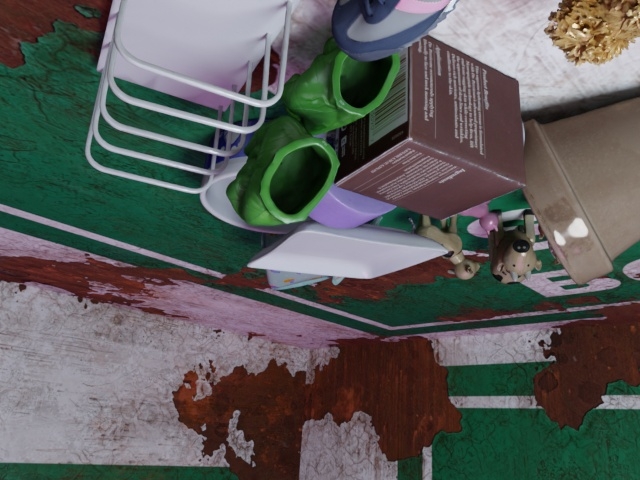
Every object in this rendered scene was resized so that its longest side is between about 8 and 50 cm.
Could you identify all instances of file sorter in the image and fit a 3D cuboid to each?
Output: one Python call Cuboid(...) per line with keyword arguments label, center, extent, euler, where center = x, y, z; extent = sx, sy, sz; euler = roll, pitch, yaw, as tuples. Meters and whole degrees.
Cuboid(label="file sorter", center=(-0.173, -0.197, 0.695), extent=(0.193, 0.173, 0.278), euler=(13, 158, -25))

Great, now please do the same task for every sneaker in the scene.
Cuboid(label="sneaker", center=(0.095, -0.275, 0.492), extent=(0.131, 0.112, 0.319), euler=(-4, 163, -43))

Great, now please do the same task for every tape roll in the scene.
Cuboid(label="tape roll", center=(0.040, -0.117, 0.851), extent=(0.189, 0.189, 0.080), euler=(15, 157, -28))

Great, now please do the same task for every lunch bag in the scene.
Cuboid(label="lunch bag", center=(0.000, 0.000, 1.238), extent=(0.262, 0.160, 0.223), euler=(-8, 156, -6))

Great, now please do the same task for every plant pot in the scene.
Cuboid(label="plant pot", center=(0.423, -0.097, 0.809), extent=(0.229, 0.263, 0.263), euler=(-28, 147, 26))

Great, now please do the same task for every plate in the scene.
Cuboid(label="plate", center=(0.037, 0.017, 1.009), extent=(0.277, 0.045, 0.278), euler=(7, 163, -24))

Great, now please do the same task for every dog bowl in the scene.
Cuboid(label="dog bowl", center=(-0.080, -0.107, 1.017), extent=(0.265, 0.104, 0.265), euler=(4, 159, 1))

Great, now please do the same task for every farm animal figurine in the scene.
Cuboid(label="farm animal figurine", center=(0.383, 0.016, 1.180), extent=(0.330, 0.172, 0.327), euler=(-7, 158, 28))

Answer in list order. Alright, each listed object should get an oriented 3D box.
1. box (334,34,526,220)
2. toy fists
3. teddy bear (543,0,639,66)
Cuboid(label="box", center=(0.148, -0.148, 0.775), extent=(0.203, 0.168, 0.167), euler=(15, 157, -28))
Cuboid(label="toy fists", center=(-0.018, -0.140, 0.694), extent=(0.096, 0.279, 0.142), euler=(33, 170, -19))
Cuboid(label="teddy bear", center=(0.336, -0.253, 0.441), extent=(0.338, 0.113, 0.245), euler=(8, 122, 30))
